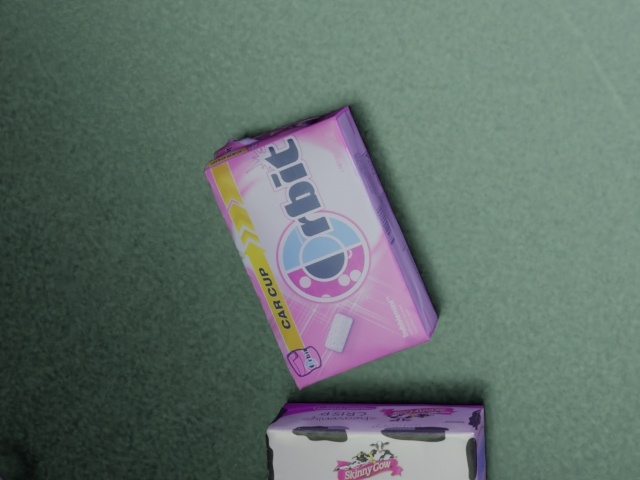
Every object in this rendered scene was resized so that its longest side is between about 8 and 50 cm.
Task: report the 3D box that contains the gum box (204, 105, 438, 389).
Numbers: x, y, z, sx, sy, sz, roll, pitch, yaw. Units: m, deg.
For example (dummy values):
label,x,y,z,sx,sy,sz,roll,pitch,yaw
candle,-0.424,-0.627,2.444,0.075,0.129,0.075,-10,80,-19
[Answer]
label,x,y,z,sx,sy,sz,roll,pitch,yaw
gum box,0.000,0.000,1.288,0.107,0.062,0.188,-21,97,14

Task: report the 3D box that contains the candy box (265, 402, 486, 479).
label,x,y,z,sx,sy,sz,roll,pitch,yaw
candy box,0.047,0.243,1.327,0.159,0.071,0.233,0,103,11

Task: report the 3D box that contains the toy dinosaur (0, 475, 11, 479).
label,x,y,z,sx,sy,sz,roll,pitch,yaw
toy dinosaur,-0.282,0.228,1.391,0.268,0.064,0.118,-3,116,10
